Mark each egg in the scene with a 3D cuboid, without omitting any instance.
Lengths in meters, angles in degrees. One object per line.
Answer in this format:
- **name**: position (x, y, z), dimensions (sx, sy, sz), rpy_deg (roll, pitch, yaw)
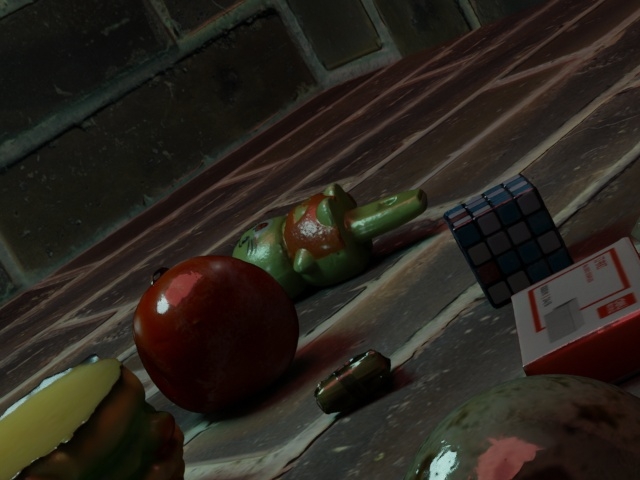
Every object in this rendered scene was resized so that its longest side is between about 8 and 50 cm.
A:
- **egg**: position (0.129, 0.154, 0.995), dimensions (0.169, 0.169, 0.231), rpy_deg (-24, -1, 20)

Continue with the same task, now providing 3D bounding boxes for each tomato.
- **tomato**: position (-0.108, 0.096, 1.916), dimensions (0.187, 0.151, 0.187), rpy_deg (-18, -34, -12)

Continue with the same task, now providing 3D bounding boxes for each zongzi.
- **zongzi**: position (0.032, 0.133, 1.725), dimensions (0.076, 0.040, 0.083), rpy_deg (-34, -2, 4)

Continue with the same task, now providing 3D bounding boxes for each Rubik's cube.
- **Rubik's cube**: position (0.186, -0.001, 1.804), dimensions (0.092, 0.092, 0.092), rpy_deg (-28, 10, 2)

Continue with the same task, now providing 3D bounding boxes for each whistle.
- **whistle**: position (0.000, 0.000, 2.249), dimensions (0.288, 0.106, 0.131), rpy_deg (-25, 18, 21)

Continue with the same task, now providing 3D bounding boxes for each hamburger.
- **hamburger**: position (-0.219, 0.220, 1.638), dimensions (0.237, 0.149, 0.237), rpy_deg (-34, 15, 10)

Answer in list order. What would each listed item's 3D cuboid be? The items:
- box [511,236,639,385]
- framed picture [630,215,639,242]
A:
- **box**: position (0.222, 0.066, 1.503), dimensions (0.123, 0.050, 0.229), rpy_deg (-26, 11, 9)
- **framed picture**: position (0.346, -0.059, 1.603), dimensions (0.184, 0.016, 0.250), rpy_deg (-63, 7, 9)
